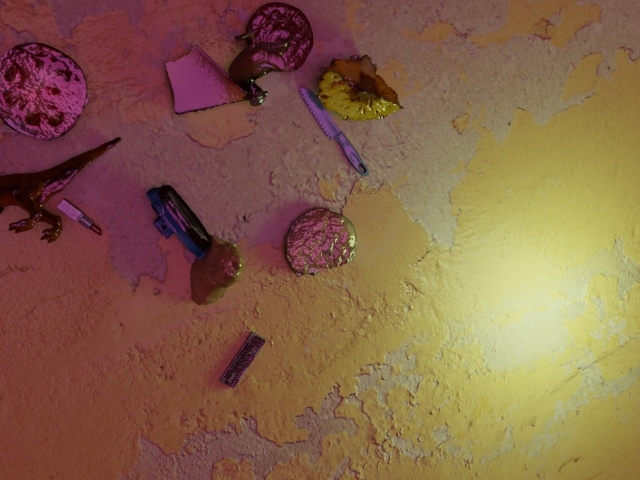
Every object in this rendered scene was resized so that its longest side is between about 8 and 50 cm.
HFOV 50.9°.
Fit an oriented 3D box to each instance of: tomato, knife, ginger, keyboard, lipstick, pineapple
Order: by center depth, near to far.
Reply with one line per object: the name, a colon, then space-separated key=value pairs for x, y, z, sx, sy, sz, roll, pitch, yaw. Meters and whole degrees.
tomato: x=-0.663 y=-0.351 z=1.592 sx=0.224 sy=0.085 sz=0.225 roll=-4 pitch=105 yaw=-16
lipstick: x=-0.602 y=-0.055 z=1.694 sx=0.129 sy=0.030 sz=0.030 roll=41 pitch=86 yaw=-20
ginger: x=-0.271 y=0.100 z=1.787 sx=0.115 sy=0.122 sz=0.193 roll=16 pitch=102 yaw=-32
pineapple: x=0.081 y=-0.420 z=1.818 sx=0.249 sy=0.139 sz=0.164 roll=12 pitch=55 yaw=-34
knife: x=0.039 y=-0.298 z=1.861 sx=0.044 sy=0.019 sz=0.313 roll=-38 pitch=107 yaw=-5
keyboard: x=-0.219 y=0.338 z=1.893 sx=0.055 sy=0.017 sz=0.166 roll=35 pitch=88 yaw=-20

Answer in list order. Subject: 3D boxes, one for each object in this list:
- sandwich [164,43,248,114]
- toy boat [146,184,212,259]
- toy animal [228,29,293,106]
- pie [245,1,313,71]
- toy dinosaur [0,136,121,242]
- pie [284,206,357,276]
sandwich: x=-0.293 y=-0.415 z=1.710 sx=0.192 sy=0.058 sz=0.163 roll=-14 pitch=104 yaw=-16
toy boat: x=-0.372 y=-0.041 z=1.737 sx=0.097 sy=0.100 sz=0.223 roll=-30 pitch=108 yaw=18
toy animal: x=-0.141 y=-0.443 z=1.698 sx=0.188 sy=0.089 sz=0.179 roll=-21 pitch=109 yaw=-2
pie: x=-0.106 y=-0.530 z=1.753 sx=0.182 sy=0.049 sz=0.183 roll=-3 pitch=99 yaw=-16
toy dinosaur: x=-0.673 y=-0.106 z=1.617 sx=0.431 sy=0.097 sz=0.208 roll=-14 pitch=71 yaw=-19
pie: x=0.001 y=0.001 z=1.882 sx=0.218 sy=0.052 sz=0.185 roll=-14 pitch=105 yaw=-13
